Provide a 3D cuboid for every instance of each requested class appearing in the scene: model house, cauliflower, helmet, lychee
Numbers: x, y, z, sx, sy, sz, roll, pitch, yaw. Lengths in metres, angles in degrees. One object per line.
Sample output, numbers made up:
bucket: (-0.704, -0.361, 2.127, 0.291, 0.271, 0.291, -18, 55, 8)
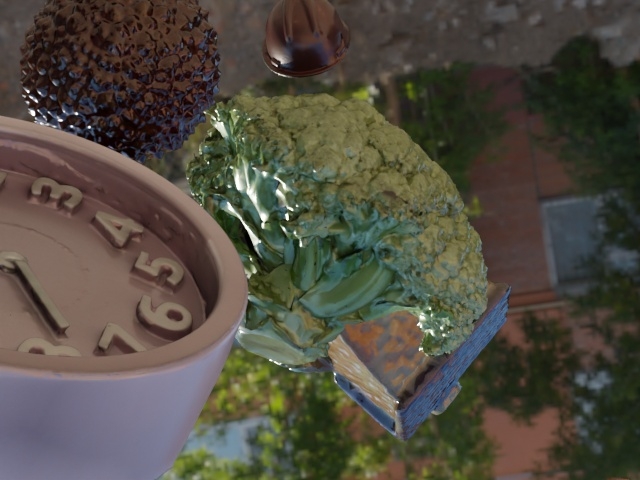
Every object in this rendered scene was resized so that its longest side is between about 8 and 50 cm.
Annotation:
model house: (0.055, 0.073, 1.400, 0.245, 0.280, 0.312, -50, -150, -16)
cauliflower: (0.000, 0.000, 1.075, 0.275, 0.250, 0.272, 37, -178, 42)
helmet: (-0.020, -0.213, 1.143, 0.089, 0.057, 0.111, -14, -136, 4)
lychee: (-0.256, -0.224, 1.533, 0.264, 0.264, 0.300, -9, -161, 5)

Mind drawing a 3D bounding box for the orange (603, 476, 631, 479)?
orange: (0.186, 0.188, 0.706, 0.086, 0.086, 0.062, -15, 149, -42)

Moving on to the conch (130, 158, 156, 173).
conch: (-0.247, -0.045, 1.417, 0.153, 0.135, 0.102, -33, 166, -20)

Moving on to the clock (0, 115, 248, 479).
clock: (-0.133, 0.020, 0.493, 0.197, 0.068, 0.197, 18, -153, -9)
